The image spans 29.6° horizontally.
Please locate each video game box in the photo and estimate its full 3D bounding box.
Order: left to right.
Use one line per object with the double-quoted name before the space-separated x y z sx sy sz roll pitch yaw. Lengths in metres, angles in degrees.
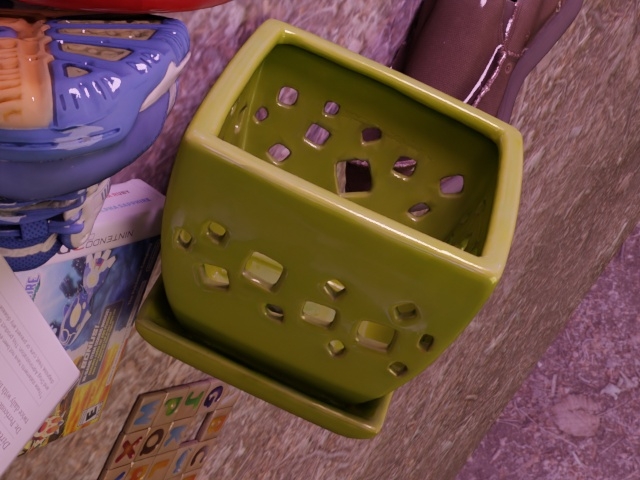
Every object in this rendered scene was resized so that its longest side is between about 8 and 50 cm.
"video game box" -0.201 0.064 0.851 0.187 0.048 0.205 -17 134 -56

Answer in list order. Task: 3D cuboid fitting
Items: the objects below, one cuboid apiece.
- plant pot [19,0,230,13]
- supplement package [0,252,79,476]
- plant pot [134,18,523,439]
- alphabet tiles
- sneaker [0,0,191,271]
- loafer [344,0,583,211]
"plant pot" -0.100 -0.208 0.512 0.191 0.191 0.174 -28 142 -51
"supplement package" -0.268 0.064 0.434 0.262 0.198 0.199 -54 149 -27
"plant pot" 0.000 0.000 0.896 0.227 0.228 0.207 -67 -177 -57
"alphabet tiles" -0.170 0.242 1.205 0.237 0.009 0.198 -63 158 13
"sneaker" -0.123 -0.041 0.545 0.296 0.112 0.131 -132 -135 -71
"loafer" 0.121 -0.178 1.137 0.366 0.134 0.130 -57 137 -29
